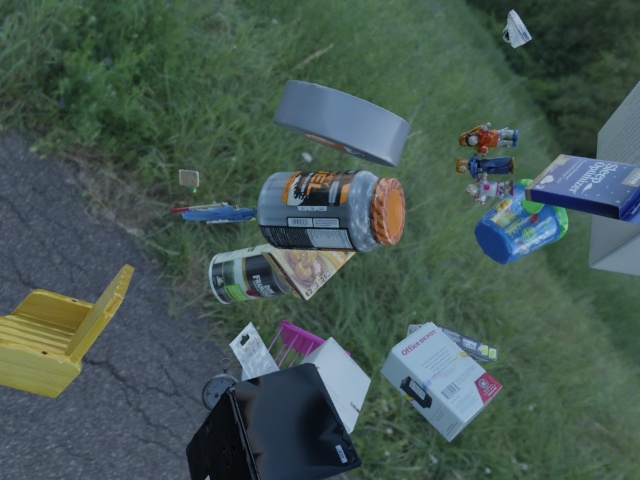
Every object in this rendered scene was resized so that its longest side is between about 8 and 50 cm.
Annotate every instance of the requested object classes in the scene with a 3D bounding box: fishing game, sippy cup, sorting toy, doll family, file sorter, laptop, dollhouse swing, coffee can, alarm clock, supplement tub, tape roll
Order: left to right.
[{"bbox_3d":[-0.727,0.193,1.578,0.315,0.305,0.347,20,15,-15],"label":"dollhouse swing"},{"bbox_3d":[-0.424,-0.191,1.854,0.062,0.083,0.012,5,37,-3],"label":"sorting toy"},{"bbox_3d":[-0.245,-0.073,1.407,0.264,0.189,0.041,24,61,-77],"label":"fishing game"},{"bbox_3d":[-0.310,0.470,1.826,0.064,0.129,0.192,79,11,-65],"label":"alarm clock"},{"bbox_3d":[-0.253,0.123,2.174,0.201,0.275,0.202,40,44,-54],"label":"coffee can"},{"bbox_3d":[-0.095,0.366,0.973,0.136,0.264,0.234,22,21,-33],"label":"laptop"},{"bbox_3d":[-0.059,0.481,2.214,0.290,0.202,0.182,24,61,13],"label":"file sorter"},{"bbox_3d":[0.028,-0.070,1.357,0.193,0.316,0.194,2,90,-64],"label":"supplement tub"},{"bbox_3d":[0.035,-0.191,0.951,0.219,0.219,0.072,16,97,-43],"label":"tape roll"},{"bbox_3d":[0.470,-0.236,1.642,0.118,0.163,0.263,-71,157,-49],"label":"doll family"},{"bbox_3d":[0.633,-0.046,1.862,0.224,0.240,0.305,-33,125,-16],"label":"sippy cup"}]

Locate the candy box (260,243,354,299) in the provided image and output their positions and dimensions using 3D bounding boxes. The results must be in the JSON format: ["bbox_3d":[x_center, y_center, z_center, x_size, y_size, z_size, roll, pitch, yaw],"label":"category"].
[{"bbox_3d":[0.000,0.000,1.684,0.316,0.087,0.183,-43,112,-20],"label":"candy box"}]

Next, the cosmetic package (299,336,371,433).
[{"bbox_3d":[0.012,0.478,1.801,0.217,0.156,0.385,47,17,1],"label":"cosmetic package"}]

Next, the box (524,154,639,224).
[{"bbox_3d":[0.523,-0.102,1.084,0.136,0.225,0.037,-39,127,-25],"label":"box"}]

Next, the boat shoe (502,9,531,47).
[{"bbox_3d":[0.299,-0.326,0.892,0.035,0.035,0.100,42,31,-28],"label":"boat shoe"}]

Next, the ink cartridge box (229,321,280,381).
[{"bbox_3d":[-0.207,0.389,1.772,0.225,0.056,0.181,58,20,-5],"label":"ink cartridge box"}]

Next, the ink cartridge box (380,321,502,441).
[{"bbox_3d":[0.217,0.251,1.046,0.127,0.072,0.175,-25,57,-37],"label":"ink cartridge box"}]

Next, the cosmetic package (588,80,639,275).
[{"bbox_3d":[0.849,-0.132,1.320,0.327,0.329,0.394,73,28,-73],"label":"cosmetic package"}]

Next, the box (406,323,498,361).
[{"bbox_3d":[0.336,0.261,1.462,0.207,0.114,0.036,23,72,-23],"label":"box"}]
